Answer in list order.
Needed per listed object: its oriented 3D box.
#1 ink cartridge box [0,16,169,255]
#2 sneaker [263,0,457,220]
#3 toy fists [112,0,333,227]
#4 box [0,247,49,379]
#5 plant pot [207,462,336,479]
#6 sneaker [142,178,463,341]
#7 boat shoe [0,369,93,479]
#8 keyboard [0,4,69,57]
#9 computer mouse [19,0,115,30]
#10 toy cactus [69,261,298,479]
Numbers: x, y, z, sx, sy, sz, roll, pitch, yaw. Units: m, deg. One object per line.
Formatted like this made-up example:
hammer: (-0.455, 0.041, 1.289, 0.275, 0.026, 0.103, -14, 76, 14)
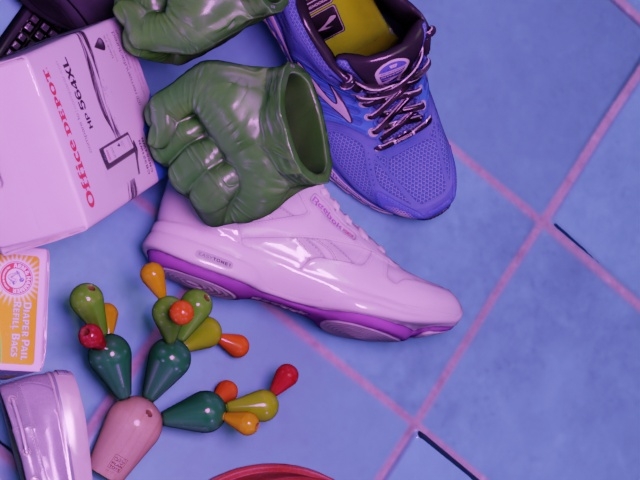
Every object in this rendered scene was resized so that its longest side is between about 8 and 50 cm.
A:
ink cartridge box: (-0.211, -0.091, 1.440, 0.086, 0.203, 0.148, -15, 102, 19)
sneaker: (0.038, -0.145, 1.561, 0.130, 0.147, 0.330, -36, 119, -9)
toy fists: (-0.094, -0.150, 1.468, 0.096, 0.142, 0.279, -12, 86, -61)
box: (-0.334, 0.054, 1.419, 0.203, 0.114, 0.103, 5, 80, -23)
plant pot: (0.010, 0.315, 1.445, 0.272, 0.265, 0.272, 4, 79, -23)
sneaker: (0.000, 0.000, 1.574, 0.305, 0.114, 0.152, 20, 75, -19)
boat shoe: (-0.230, 0.224, 1.465, 0.081, 0.079, 0.227, -7, 79, -15)
keyboard: (-0.282, -0.130, 1.523, 0.108, 0.023, 0.180, 36, 68, -14)
computer mouse: (-0.297, -0.258, 1.502, 0.262, 0.060, 0.184, 43, 68, -4)
toy cactus: (-0.134, 0.128, 1.507, 0.219, 0.112, 0.180, 33, 83, -33)
